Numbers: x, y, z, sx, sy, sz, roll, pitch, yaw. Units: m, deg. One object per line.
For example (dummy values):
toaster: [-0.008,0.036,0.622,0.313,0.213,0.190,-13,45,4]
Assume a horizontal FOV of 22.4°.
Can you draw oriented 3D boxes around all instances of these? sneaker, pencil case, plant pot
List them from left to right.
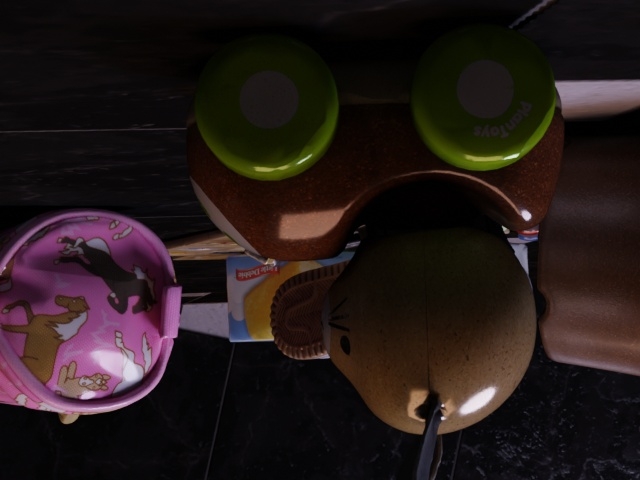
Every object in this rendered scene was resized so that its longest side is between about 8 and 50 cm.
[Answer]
pencil case: [-0.258,0.066,1.305,0.167,0.160,0.386,-38,-166,-29]
sneaker: [0.102,0.053,1.360,0.153,0.099,0.282,4,171,-41]
plant pot: [0.206,0.009,0.852,0.165,0.167,0.167,4,178,20]

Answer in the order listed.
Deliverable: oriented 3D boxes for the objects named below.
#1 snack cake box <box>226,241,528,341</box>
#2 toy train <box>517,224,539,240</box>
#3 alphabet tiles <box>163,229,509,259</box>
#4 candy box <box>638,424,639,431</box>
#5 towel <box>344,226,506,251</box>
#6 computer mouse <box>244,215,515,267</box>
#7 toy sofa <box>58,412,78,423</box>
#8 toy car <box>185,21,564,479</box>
snack cake box: [0.058,0.051,1.591,0.264,0.089,0.152,-5,175,25]
toy train: [0.149,-0.021,1.150,0.027,0.036,0.158,-3,176,8]
alphabet tiles: [0.000,0.000,1.543,0.285,0.011,0.342,-1,175,-27]
candy box: [0.397,0.091,1.135,0.268,0.122,0.317,-10,-161,29]
towel: [0.071,-0.004,1.350,0.113,0.023,0.152,-13,168,43]
computer mouse: [0.034,-0.013,1.081,0.184,0.060,0.262,-7,-173,6]
toy sofa: [-0.402,0.084,1.623,0.362,0.177,0.150,0,140,-33]
toy car: [0.024,0.024,0.632,0.149,0.188,0.155,-3,176,1]
